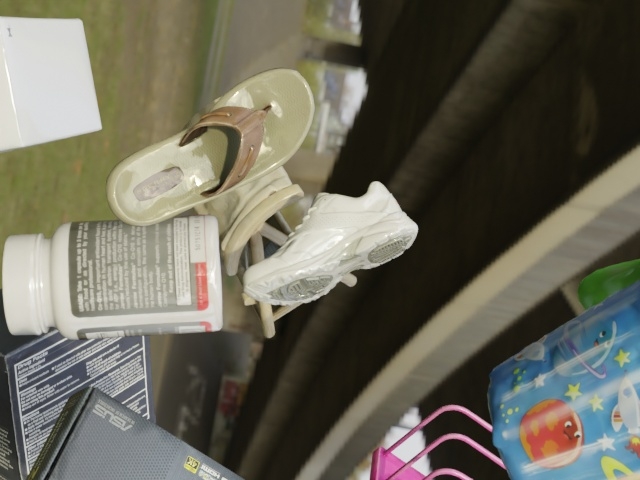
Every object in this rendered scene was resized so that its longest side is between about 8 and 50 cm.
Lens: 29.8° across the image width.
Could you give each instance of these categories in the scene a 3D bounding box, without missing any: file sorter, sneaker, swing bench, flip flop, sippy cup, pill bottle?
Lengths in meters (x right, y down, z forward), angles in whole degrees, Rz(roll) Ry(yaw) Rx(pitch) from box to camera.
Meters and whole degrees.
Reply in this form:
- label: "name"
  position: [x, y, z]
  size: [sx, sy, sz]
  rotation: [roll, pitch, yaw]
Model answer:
- label: "file sorter"
  position: [0.194, 0.409, 1.712]
  size: [0.182, 0.202, 0.291]
  rotation: [-44, -161, 31]
- label: "sneaker"
  position: [0.000, 0.000, 1.531]
  size: [0.090, 0.232, 0.115]
  rotation: [84, -19, -61]
- label: "swing bench"
  position: [-0.104, -0.040, 1.813]
  size: [0.253, 0.165, 0.255]
  rotation: [57, -1, 42]
- label: "flip flop"
  position: [-0.122, -0.106, 1.400]
  size: [0.112, 0.277, 0.080]
  rotation: [62, -14, -7]
- label: "sippy cup"
  position: [0.282, 0.152, 1.087]
  size: [0.305, 0.224, 0.240]
  rotation: [-18, 82, -64]
- label: "pill bottle"
  position: [-0.276, 0.051, 1.629]
  size: [0.161, 0.283, 0.161]
  rotation: [177, -90, -85]

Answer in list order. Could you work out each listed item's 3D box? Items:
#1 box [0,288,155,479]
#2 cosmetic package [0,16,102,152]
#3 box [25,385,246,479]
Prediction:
- label: "box"
  position: [-0.439, 0.218, 1.977]
  size: [0.296, 0.182, 0.294]
  rotation: [-29, 131, -44]
- label: "cosmetic package"
  position: [-0.388, -0.158, 1.307]
  size: [0.224, 0.224, 0.138]
  rotation: [-41, 121, -75]
- label: "box"
  position: [-0.151, 0.262, 1.031]
  size: [0.059, 0.232, 0.183]
  rotation: [-29, -150, 53]
